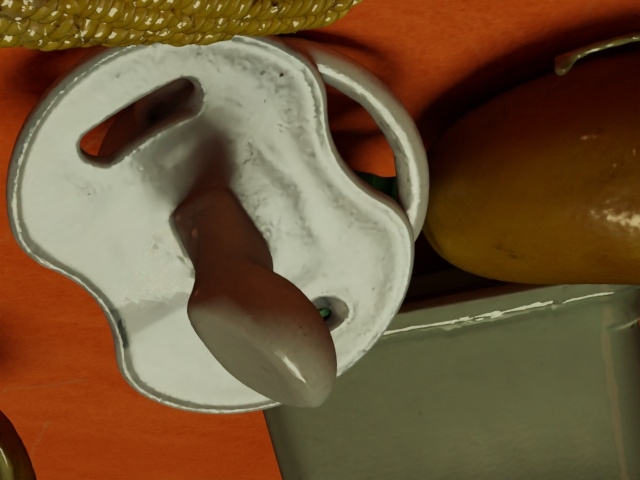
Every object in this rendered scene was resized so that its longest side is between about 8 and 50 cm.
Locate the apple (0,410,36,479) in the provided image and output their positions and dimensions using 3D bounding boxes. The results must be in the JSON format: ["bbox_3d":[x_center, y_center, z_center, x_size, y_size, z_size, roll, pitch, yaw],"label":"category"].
[{"bbox_3d":[-0.391,0.176,1.406,0.346,0.179,0.254,-5,146,-8],"label":"apple"}]

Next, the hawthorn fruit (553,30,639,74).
[{"bbox_3d":[0.271,-0.112,1.014,0.285,0.165,0.165,10,155,-12],"label":"hawthorn fruit"}]

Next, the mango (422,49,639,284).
[{"bbox_3d":[0.173,-0.039,1.143,0.255,0.139,0.175,-9,154,18],"label":"mango"}]

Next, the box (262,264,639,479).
[{"bbox_3d":[0.101,0.117,1.380,0.312,0.182,0.175,-11,-173,7],"label":"box"}]

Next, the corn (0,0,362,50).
[{"bbox_3d":[-0.078,-0.128,0.805,0.293,0.106,0.106,-6,163,-46],"label":"corn"}]

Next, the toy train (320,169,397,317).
[{"bbox_3d":[0.000,0.000,1.244,0.105,0.071,0.178,7,162,-2],"label":"toy train"}]

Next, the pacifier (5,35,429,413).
[{"bbox_3d":[-0.038,0.009,1.046,0.227,0.207,0.279,-29,126,7],"label":"pacifier"}]
